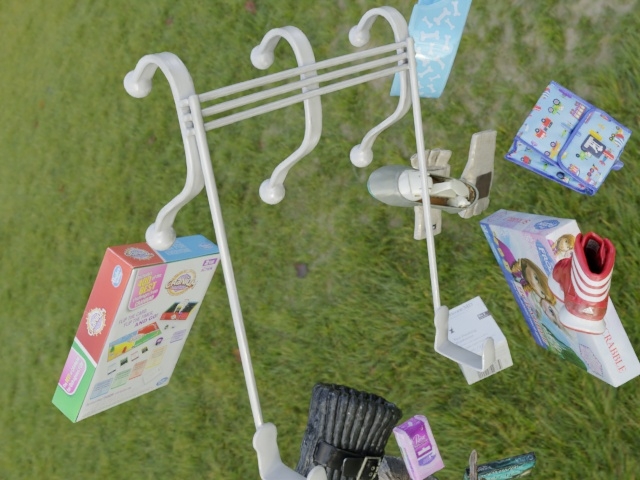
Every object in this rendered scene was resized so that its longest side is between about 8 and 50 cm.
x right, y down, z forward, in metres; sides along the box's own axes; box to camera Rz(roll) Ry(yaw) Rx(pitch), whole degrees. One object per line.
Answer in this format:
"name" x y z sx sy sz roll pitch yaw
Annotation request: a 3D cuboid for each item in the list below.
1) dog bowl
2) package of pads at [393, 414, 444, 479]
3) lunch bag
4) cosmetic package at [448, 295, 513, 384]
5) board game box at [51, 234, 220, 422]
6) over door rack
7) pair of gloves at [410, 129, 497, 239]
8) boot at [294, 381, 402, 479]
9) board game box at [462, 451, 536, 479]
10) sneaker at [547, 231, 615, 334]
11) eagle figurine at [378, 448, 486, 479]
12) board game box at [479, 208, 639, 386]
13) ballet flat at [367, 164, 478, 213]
"dog bowl" 0.174 -0.340 0.976 0.166 0.074 0.298 85 -157 -82
"package of pads" 0.143 0.302 0.989 0.032 0.050 0.083 -2 109 66
"lunch bag" 0.718 -0.273 1.941 0.293 0.138 0.221 32 75 11
"cosmetic package" 0.469 0.303 2.075 0.151 0.151 0.184 -26 45 2
"board game box" -0.321 0.149 1.221 0.064 0.242 0.317 33 109 22
"over door rack" 0.000 0.000 0.539 0.108 0.239 0.325 -2 109 50
"pair of gloves" 0.289 -0.126 1.484 0.042 0.240 0.204 36 140 47
"boot" 0.087 0.411 1.223 0.131 0.348 0.260 7 74 45
"board game box" 0.468 0.610 1.797 0.186 0.126 0.026 -13 53 -3
"sneaker" 0.396 0.039 1.007 0.221 0.086 0.128 -65 -16 -68
"eagle figurine" 0.213 0.567 1.400 0.225 0.298 0.226 -59 36 34
"board game box" 0.465 0.099 1.360 0.065 0.319 0.318 -29 9 -5
"ballet flat" 0.177 -0.090 1.129 0.068 0.213 0.072 -16 71 54
